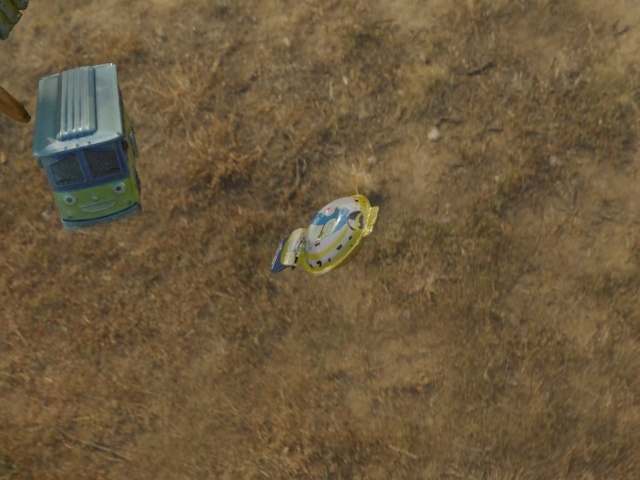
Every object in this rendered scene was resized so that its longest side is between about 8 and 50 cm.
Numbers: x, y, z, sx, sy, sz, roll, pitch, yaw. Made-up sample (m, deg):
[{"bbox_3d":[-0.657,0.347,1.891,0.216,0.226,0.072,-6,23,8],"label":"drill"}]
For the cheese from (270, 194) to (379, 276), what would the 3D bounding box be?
[{"bbox_3d":[0.000,0.000,1.343,0.250,0.064,0.156,-23,38,47],"label":"cheese"}]

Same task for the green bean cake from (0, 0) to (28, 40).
[{"bbox_3d":[-0.690,-0.382,1.431,0.310,0.202,0.285,-24,35,21],"label":"green bean cake"}]

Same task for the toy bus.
[{"bbox_3d":[-0.417,-0.176,1.498,0.152,0.190,0.312,-13,37,-7],"label":"toy bus"}]

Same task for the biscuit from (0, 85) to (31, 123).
[{"bbox_3d":[-0.563,-0.271,1.293,0.041,0.260,0.203,-51,34,-5],"label":"biscuit"}]
